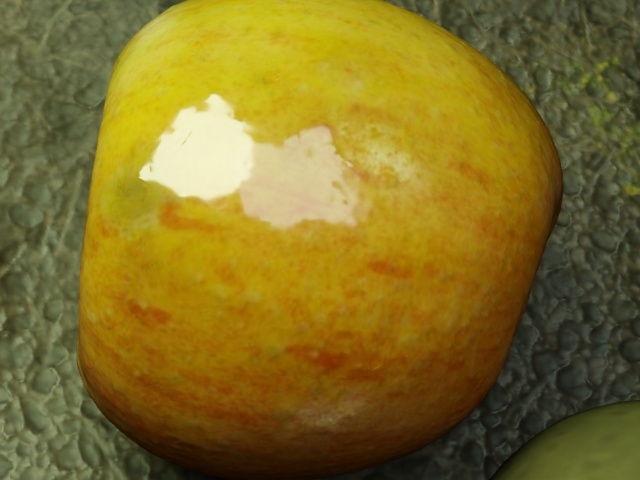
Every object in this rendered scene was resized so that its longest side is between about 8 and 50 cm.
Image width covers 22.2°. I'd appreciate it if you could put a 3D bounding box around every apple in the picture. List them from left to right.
[{"bbox_3d":[0.000,0.000,0.940,0.275,0.299,0.299,13,60,-4],"label":"apple"}]

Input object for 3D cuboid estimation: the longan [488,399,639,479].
[{"bbox_3d":[0.187,0.200,0.916,0.246,0.246,0.215,-50,121,-30],"label":"longan"}]
